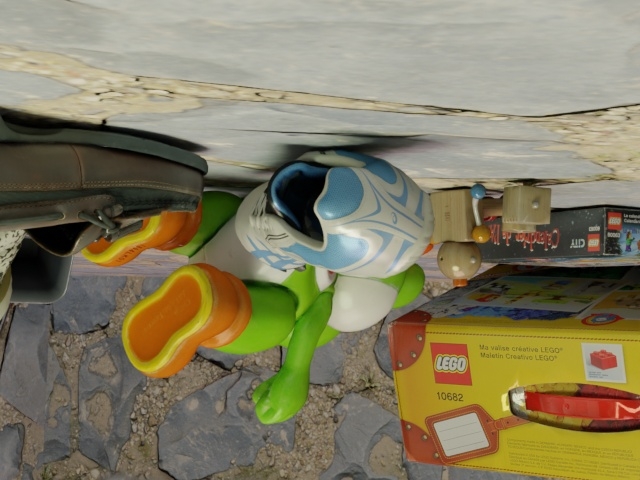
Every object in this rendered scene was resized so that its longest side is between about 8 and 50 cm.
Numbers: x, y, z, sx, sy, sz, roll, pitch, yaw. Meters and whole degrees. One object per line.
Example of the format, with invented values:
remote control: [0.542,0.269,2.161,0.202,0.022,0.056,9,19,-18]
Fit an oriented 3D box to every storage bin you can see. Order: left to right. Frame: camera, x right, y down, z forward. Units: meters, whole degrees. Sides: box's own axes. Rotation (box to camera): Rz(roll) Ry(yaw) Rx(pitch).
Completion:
storage bin: [-0.359,0.007,1.351,0.135,0.098,0.091,3,-156,-29]

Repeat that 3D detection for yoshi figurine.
yoshi figurine: [-0.053,0.043,1.060,0.203,0.203,0.362,19,-170,36]

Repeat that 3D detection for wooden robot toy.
wooden robot toy: [0.126,-0.002,0.960,0.076,0.079,0.173,5,176,-34]

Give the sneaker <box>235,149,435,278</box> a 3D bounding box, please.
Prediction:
sneaker: [-0.009,-0.025,0.791,0.086,0.085,0.237,34,168,-21]

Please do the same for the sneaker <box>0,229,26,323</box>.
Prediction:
sneaker: [-0.359,-0.019,0.780,0.410,0.158,0.182,-2,146,-48]

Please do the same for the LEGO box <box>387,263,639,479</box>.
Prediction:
LEGO box: [0.398,0.146,1.485,0.500,0.193,0.372,-1,-167,37]

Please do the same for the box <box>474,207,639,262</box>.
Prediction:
box: [0.262,0.000,1.178,0.159,0.044,0.233,4,176,-29]

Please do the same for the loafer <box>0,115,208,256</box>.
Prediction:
loafer: [-0.173,-0.026,0.696,0.096,0.084,0.267,-1,175,38]
